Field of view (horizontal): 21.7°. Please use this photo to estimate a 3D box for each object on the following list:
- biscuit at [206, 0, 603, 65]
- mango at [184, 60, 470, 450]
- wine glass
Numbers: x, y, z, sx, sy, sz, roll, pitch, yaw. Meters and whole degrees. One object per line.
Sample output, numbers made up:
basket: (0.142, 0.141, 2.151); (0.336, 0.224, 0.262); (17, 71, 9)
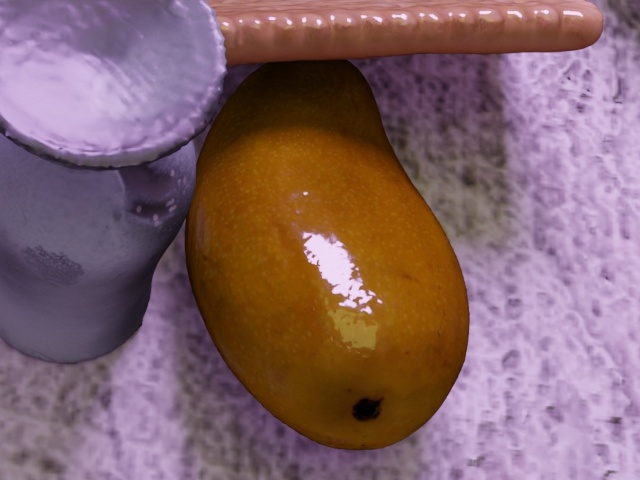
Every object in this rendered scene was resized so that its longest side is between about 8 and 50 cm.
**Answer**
biscuit: (0.006, -0.116, 0.865); (0.250, 0.160, 0.030); (-4, 107, -17)
mango: (0.000, 0.000, 0.824); (0.136, 0.099, 0.227); (2, 55, -19)
wine glass: (-0.106, -0.026, 0.734); (0.103, 0.231, 0.103); (4, 65, -9)
